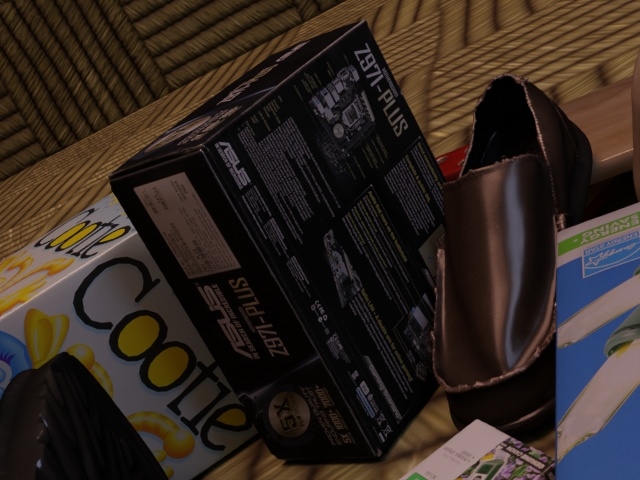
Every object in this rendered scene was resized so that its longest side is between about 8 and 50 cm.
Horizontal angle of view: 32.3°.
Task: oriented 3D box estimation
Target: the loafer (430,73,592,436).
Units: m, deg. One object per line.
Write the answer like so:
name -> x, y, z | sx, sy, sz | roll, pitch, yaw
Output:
loafer -> 0.087, -0.001, 0.555 | 0.080, 0.078, 0.220 | -20, 37, 29

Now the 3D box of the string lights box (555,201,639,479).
string lights box -> 0.147, 0.060, 0.342 | 0.133, 0.077, 0.260 | -22, 18, 20

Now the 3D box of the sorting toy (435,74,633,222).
sorting toy -> 0.171, -0.050, 0.682 | 0.274, 0.046, 0.132 | -21, 18, 25

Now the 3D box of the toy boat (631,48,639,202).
toy boat -> 0.258, -0.069, 0.486 | 0.231, 0.151, 0.151 | -35, 47, -15

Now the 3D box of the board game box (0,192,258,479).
board game box -> -0.151, 0.084, 0.655 | 0.275, 0.144, 0.142 | -34, 18, -12

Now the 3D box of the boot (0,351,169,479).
boot -> -0.188, 0.189, 0.429 | 0.260, 0.131, 0.348 | -28, 17, 5

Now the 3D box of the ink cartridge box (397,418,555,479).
ink cartridge box -> 0.039, 0.120, 0.430 | 0.115, 0.029, 0.063 | -34, 17, -15

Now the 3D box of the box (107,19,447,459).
box -> 0.000, 0.000, 0.583 | 0.077, 0.180, 0.147 | -12, 24, 44
